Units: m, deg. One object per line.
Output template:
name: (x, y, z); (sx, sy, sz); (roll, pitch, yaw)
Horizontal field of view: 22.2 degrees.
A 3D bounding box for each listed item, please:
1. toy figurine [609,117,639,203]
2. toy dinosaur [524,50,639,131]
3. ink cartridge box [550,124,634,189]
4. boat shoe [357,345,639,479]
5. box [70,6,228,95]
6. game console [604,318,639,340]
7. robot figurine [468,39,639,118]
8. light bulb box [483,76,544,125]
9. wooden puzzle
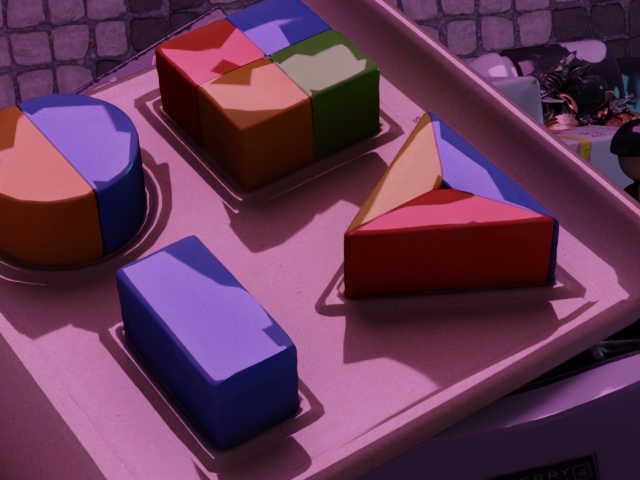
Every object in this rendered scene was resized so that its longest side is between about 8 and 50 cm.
toy figurine: (0.287, -0.021, 1.391); (0.213, 0.148, 0.209); (-13, 11, -36)
toy dinosaur: (0.311, -0.130, 2.063); (0.322, 0.164, 0.218); (14, 24, -8)
ink cartridge box: (0.224, -0.040, 1.601); (0.176, 0.127, 0.128); (-8, 9, -17)
boat shoe: (0.140, 0.103, 0.869); (0.306, 0.113, 0.105); (-15, 24, 1)
box: (-0.119, -0.102, 1.691); (0.216, 0.060, 0.270); (-33, 55, -14)
game console: (0.358, 0.016, 1.185); (0.361, 0.044, 0.213); (-5, -18, -2)
robot figurine: (0.324, -0.188, 2.299); (0.278, 0.209, 0.173); (-7, 46, -10)
light bulb box: (-0.071, 0.009, 1.214); (0.358, 0.225, 0.361); (-13, 11, -29)
wooden puzzle: (-0.044, -0.010, 0.862); (0.348, 0.080, 0.322); (-29, 51, -20)
